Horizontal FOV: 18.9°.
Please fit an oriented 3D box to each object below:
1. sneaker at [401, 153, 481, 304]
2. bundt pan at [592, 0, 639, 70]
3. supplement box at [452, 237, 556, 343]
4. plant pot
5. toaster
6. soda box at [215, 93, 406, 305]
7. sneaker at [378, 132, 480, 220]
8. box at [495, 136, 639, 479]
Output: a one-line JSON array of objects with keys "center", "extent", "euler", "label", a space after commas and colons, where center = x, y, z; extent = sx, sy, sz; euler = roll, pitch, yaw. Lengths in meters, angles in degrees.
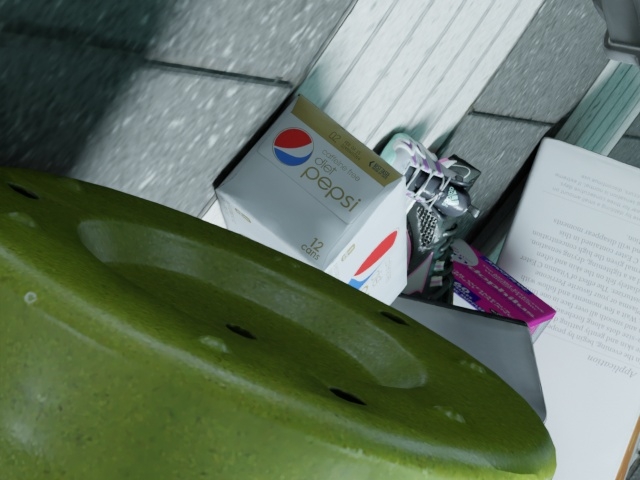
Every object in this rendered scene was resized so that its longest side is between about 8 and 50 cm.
[{"center": [0.070, 0.020, 1.362], "extent": [0.178, 0.077, 0.072], "euler": [-59, 167, 26], "label": "sneaker"}, {"center": [0.275, -0.217, 0.995], "extent": [0.331, 0.331, 0.124], "euler": [-48, 129, -18], "label": "bundt pan"}, {"center": [0.098, 0.075, 1.540], "extent": [0.114, 0.111, 0.220], "euler": [-55, 168, 10], "label": "supplement box"}, {"center": [-0.092, 0.175, 0.691], "extent": [0.353, 0.366, 0.366], "euler": [-66, 166, 8], "label": "plant pot"}, {"center": [0.040, 0.118, 1.301], "extent": [0.185, 0.110, 0.168], "euler": [14, 133, -30], "label": "toaster"}, {"center": [0.000, 0.000, 1.054], "extent": [0.069, 0.074, 0.216], "euler": [-50, 168, -10], "label": "soda box"}, {"center": [0.071, -0.035, 1.224], "extent": [0.038, 0.069, 0.098], "euler": [-55, 167, 14], "label": "sneaker"}, {"center": [0.230, 0.104, 1.759], "extent": [0.215, 0.168, 0.345], "euler": [21, 90, -77], "label": "box"}]
